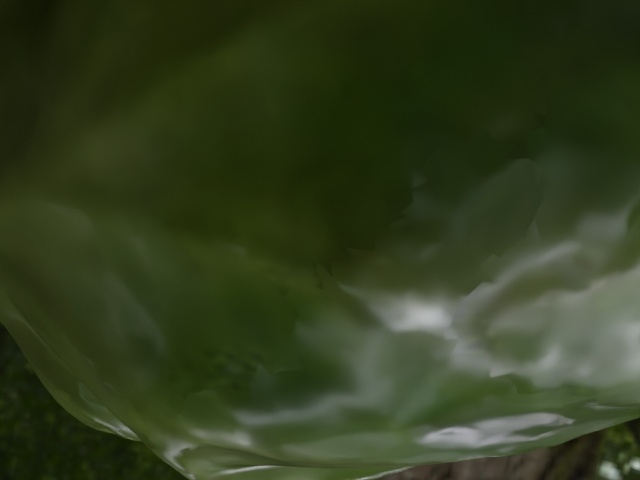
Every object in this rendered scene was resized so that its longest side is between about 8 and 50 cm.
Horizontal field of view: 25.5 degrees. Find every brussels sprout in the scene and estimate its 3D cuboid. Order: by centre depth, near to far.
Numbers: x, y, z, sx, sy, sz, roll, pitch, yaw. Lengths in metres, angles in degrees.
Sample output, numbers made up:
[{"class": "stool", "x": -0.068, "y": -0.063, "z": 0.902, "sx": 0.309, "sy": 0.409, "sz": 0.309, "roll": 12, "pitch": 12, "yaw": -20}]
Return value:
[{"class": "brussels sprout", "x": 0.051, "y": -0.111, "z": 0.496, "sx": 0.342, "sy": 0.425, "sz": 0.361, "roll": 49, "pitch": 165, "yaw": -14}]
